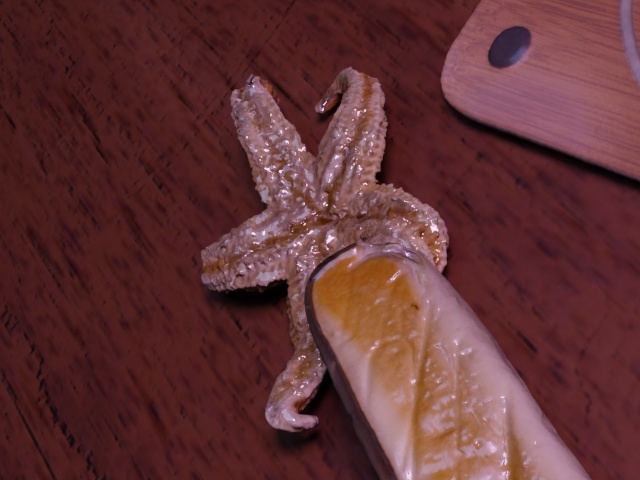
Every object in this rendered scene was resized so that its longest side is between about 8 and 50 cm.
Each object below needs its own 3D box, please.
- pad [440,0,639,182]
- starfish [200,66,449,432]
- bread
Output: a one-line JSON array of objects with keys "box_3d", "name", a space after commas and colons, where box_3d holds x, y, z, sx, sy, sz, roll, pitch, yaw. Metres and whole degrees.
[{"box_3d": [0.209, -0.143, 0.713, 0.286, 0.018, 0.284, 27, 82, 50], "name": "pad"}, {"box_3d": [-0.007, -0.004, 0.780, 0.150, 0.053, 0.209, -19, 52, 38], "name": "starfish"}, {"box_3d": [0.056, 0.081, 0.654, 0.073, 0.053, 0.214, -34, 49, 0], "name": "bread"}]
